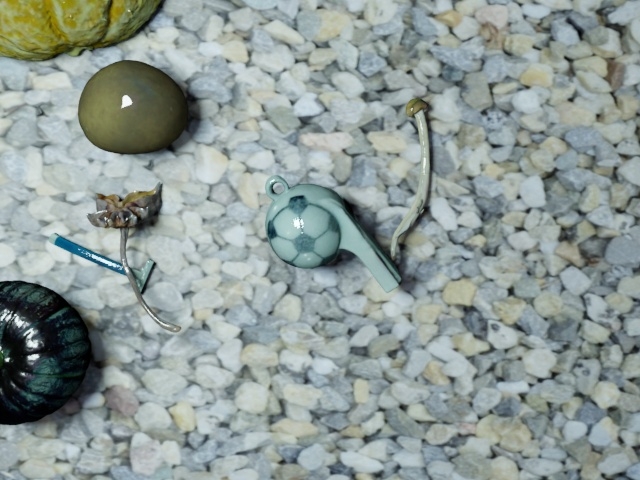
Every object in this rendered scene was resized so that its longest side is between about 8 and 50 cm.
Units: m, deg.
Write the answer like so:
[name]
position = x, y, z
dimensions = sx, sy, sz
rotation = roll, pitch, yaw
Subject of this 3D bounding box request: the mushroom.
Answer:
[mushroom]
position = 0.173, -0.112, 1.259
dimensions = 0.068, 0.043, 0.306
rotation = 6, 86, -8

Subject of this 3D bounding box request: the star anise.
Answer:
[star anise]
position = -0.317, 0.027, 1.213
dimensions = 0.148, 0.218, 0.228
rotation = -21, 117, -38

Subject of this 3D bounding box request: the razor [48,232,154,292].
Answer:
[razor]
position = -0.403, 0.031, 1.227
dimensions = 0.191, 0.037, 0.068
rotation = 24, 89, -3

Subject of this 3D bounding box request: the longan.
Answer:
[longan]
position = -0.325, -0.227, 1.172
dimensions = 0.189, 0.189, 0.189
rotation = 0, 89, -4

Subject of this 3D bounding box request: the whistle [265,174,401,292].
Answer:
[whistle]
position = 0.000, 0.000, 1.203
dimensions = 0.163, 0.163, 0.290
rotation = -40, 106, -3

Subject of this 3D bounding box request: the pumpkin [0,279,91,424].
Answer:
[pumpkin]
position = -0.517, 0.192, 1.115
dimensions = 0.247, 0.248, 0.248
rotation = 0, 89, -4

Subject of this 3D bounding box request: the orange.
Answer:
[orange]
position = -0.466, -0.462, 1.147
dimensions = 0.368, 0.210, 0.271
rotation = -12, 93, -1
